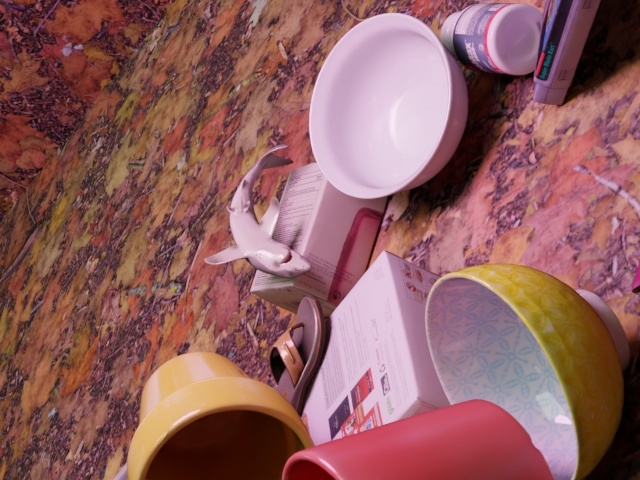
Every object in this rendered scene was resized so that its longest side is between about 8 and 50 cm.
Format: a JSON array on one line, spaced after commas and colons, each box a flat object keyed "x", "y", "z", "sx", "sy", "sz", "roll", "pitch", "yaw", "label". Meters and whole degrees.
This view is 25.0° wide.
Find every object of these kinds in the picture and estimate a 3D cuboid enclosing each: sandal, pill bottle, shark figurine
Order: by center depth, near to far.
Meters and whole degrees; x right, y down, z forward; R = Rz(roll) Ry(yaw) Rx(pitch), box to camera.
[{"x": -0.049, "y": 0.183, "z": 2.114, "sx": 0.090, "sy": 0.060, "sz": 0.219, "roll": 7, "pitch": 76, "yaw": 66, "label": "sandal"}, {"x": 0.263, "y": -0.311, "z": 2.221, "sx": 0.108, "sy": 0.108, "sz": 0.180, "roll": -65, "pitch": 26, "yaw": -3, "label": "pill bottle"}, {"x": -0.100, "y": -0.023, "z": 2.353, "sx": 0.166, "sy": 0.116, "sz": 0.278, "roll": -18, "pitch": 51, "yaw": 10, "label": "shark figurine"}]

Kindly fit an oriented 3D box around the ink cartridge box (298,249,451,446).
[{"x": 0.085, "y": 0.221, "z": 2.034, "sx": 0.272, "sy": 0.130, "sz": 0.309, "roll": -51, "pitch": 28, "yaw": 29, "label": "ink cartridge box"}]

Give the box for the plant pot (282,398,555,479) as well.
[{"x": 0.127, "y": 0.320, "z": 1.672, "sx": 0.243, "sy": 0.275, "sz": 0.275, "roll": -24, "pitch": 13, "yaw": -25, "label": "plant pot"}]

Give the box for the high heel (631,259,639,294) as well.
[{"x": 0.430, "y": 0.042, "z": 1.611, "sx": 0.117, "sy": 0.082, "sz": 0.244, "roll": -53, "pitch": 23, "yaw": 4, "label": "high heel"}]

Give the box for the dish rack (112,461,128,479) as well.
[{"x": -0.272, "y": 0.453, "z": 2.542, "sx": 0.333, "sy": 0.072, "sz": 0.285, "roll": -50, "pitch": 30, "yaw": 26, "label": "dish rack"}]

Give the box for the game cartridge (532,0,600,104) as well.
[{"x": 0.350, "y": -0.366, "z": 1.972, "sx": 0.355, "sy": 0.068, "sz": 0.230, "roll": 95, "pitch": -170, "yaw": -63, "label": "game cartridge"}]

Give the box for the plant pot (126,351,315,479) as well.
[{"x": -0.151, "y": 0.280, "z": 2.010, "sx": 0.254, "sy": 0.254, "sz": 0.239, "roll": -57, "pitch": 25, "yaw": 12, "label": "plant pot"}]

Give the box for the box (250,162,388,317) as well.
[{"x": 0.000, "y": 0.000, "z": 2.395, "sx": 0.148, "sy": 0.127, "sz": 0.232, "roll": -11, "pitch": 57, "yaw": 59, "label": "box"}]

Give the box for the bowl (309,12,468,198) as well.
[{"x": 0.131, "y": -0.202, "z": 2.283, "sx": 0.298, "sy": 0.134, "sz": 0.298, "roll": -9, "pitch": 76, "yaw": 44, "label": "bowl"}]

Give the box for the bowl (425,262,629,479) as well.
[{"x": 0.269, "y": 0.140, "z": 1.705, "sx": 0.156, "sy": 0.289, "sz": 0.289, "roll": -25, "pitch": 16, "yaw": -22, "label": "bowl"}]
